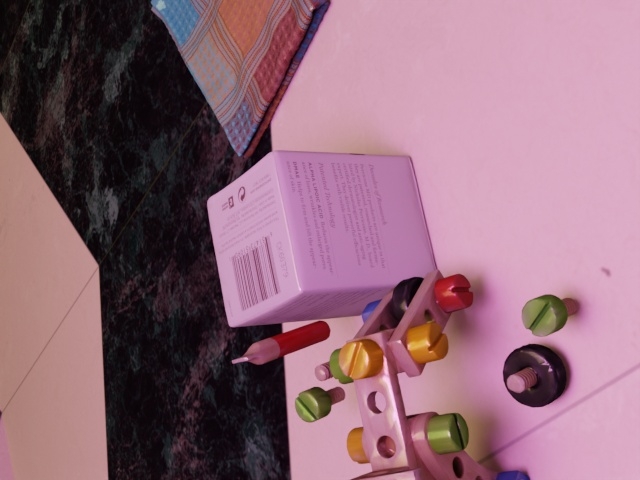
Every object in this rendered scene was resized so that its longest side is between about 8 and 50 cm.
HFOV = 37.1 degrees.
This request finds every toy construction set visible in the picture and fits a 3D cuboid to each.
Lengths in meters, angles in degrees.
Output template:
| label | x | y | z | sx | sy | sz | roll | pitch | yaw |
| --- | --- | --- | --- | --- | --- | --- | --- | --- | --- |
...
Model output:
| label | x | y | z | sx | sy | sz | roll | pitch | yaw |
| --- | --- | --- | --- | --- | --- | --- | --- | --- | --- |
| toy construction set | 0.040 | 0.159 | 0.892 | 0.309 | 0.237 | 0.257 | 13 | 106 | 38 |

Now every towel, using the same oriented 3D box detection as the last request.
| label | x | y | z | sx | sy | sz | roll | pitch | yaw |
| --- | --- | --- | --- | --- | --- | --- | --- | --- | --- |
| towel | -0.129 | -0.333 | 1.338 | 0.370 | 0.040 | 0.271 | 60 | 135 | 34 |

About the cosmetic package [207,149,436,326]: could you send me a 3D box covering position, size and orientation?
| label | x | y | z | sx | sy | sz | roll | pitch | yaw |
| --- | --- | --- | --- | --- | --- | --- | --- | --- | --- |
| cosmetic package | 0.000 | 0.000 | 1.039 | 0.151 | 0.184 | 0.151 | -28 | 69 | 50 |
